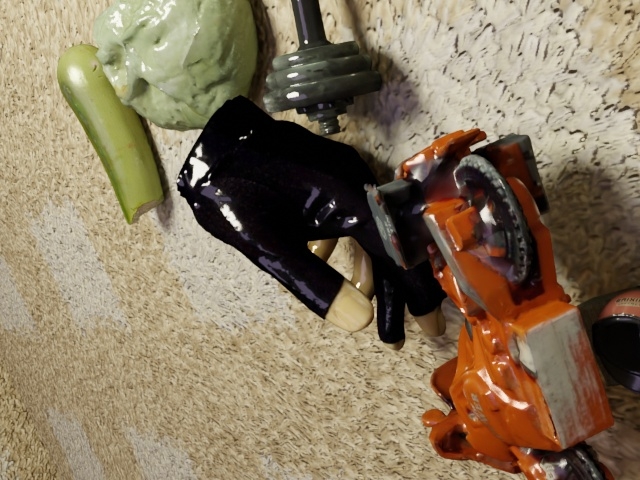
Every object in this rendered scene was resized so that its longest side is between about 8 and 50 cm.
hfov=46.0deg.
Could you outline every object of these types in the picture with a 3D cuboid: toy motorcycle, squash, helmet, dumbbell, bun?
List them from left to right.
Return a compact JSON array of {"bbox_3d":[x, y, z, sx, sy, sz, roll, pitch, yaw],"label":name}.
[{"bbox_3d":[-0.282,-0.147,1.033,0.083,0.083,0.250,-3,114,50],"label":"squash"},{"bbox_3d":[-0.166,-0.213,0.816,0.204,0.126,0.212,35,135,27],"label":"bun"},{"bbox_3d":[-0.015,-0.218,0.666,0.110,0.110,0.254,2,108,48],"label":"dumbbell"},{"bbox_3d":[0.139,0.069,0.592,0.221,0.148,0.325,-151,39,-75],"label":"toy motorcycle"},{"bbox_3d":[0.229,0.065,0.529,0.065,0.049,0.084,7,137,37],"label":"helmet"}]

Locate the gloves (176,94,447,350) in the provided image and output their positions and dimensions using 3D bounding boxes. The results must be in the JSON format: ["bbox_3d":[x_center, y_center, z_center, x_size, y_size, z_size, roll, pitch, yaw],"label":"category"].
[{"bbox_3d":[0.001,-0.007,0.716,0.152,0.197,0.301,-36,103,27],"label":"gloves"}]

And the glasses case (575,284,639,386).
[{"bbox_3d":[0.285,0.052,0.532,0.205,0.047,0.071,-28,82,53],"label":"glasses case"}]
